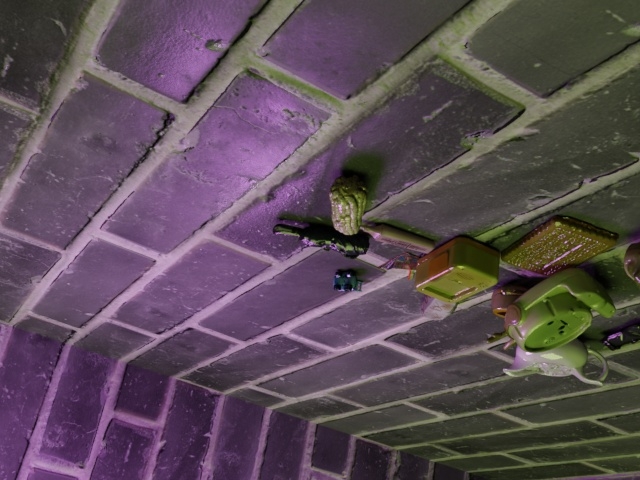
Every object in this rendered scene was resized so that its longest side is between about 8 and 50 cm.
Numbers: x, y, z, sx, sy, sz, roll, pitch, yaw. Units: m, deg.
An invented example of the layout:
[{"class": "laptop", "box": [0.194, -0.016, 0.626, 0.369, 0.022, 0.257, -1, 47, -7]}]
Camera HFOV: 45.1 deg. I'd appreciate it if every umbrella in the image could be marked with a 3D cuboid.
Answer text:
[{"class": "umbrella", "box": [0.000, -0.002, 1.951, 0.248, 0.070, 0.071, 11, 153, -2]}]

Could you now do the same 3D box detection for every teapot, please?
[{"class": "teapot", "box": [0.702, 0.352, 2.302, 0.298, 0.139, 0.204, 0, 149, 22]}]

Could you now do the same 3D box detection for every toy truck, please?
[{"class": "toy truck", "box": [0.082, 0.122, 2.188, 0.073, 0.056, 0.090, -2, 164, 33]}]

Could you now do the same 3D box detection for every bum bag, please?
[{"class": "bum bag", "box": [0.876, 0.275, 2.182, 0.087, 0.049, 0.197, 14, 153, -17]}]

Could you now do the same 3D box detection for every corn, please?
[{"class": "corn", "box": [0.059, -0.074, 1.769, 0.087, 0.087, 0.211, 10, 153, 2]}]

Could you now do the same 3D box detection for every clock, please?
[{"class": "clock", "box": [0.576, 0.200, 1.955, 0.308, 0.096, 0.235, -37, 143, 23]}, {"class": "clock", "box": [0.343, 0.077, 1.944, 0.143, 0.096, 0.202, 25, 149, -21]}]

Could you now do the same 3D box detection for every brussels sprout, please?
[{"class": "brussels sprout", "box": [0.760, 0.057, 1.682, 0.181, 0.144, 0.161, 38, 144, 44]}]

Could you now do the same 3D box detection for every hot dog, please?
[{"class": "hot dog", "box": [0.342, 0.174, 2.186, 0.099, 0.053, 0.192, 10, 151, -1]}]

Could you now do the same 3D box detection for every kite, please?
[{"class": "kite", "box": [0.240, 0.072, 2.069, 0.190, 0.010, 0.159, 3, 153, 17]}]

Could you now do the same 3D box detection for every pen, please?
[{"class": "pen", "box": [0.187, -0.008, 1.908, 0.197, 0.032, 0.053, 16, 153, -13]}]

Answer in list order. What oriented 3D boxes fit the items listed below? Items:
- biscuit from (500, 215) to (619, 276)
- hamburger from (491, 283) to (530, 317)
[{"class": "biscuit", "box": [0.562, 0.022, 1.827, 0.172, 0.029, 0.254, 18, 152, -12]}, {"class": "hamburger", "box": [0.524, 0.164, 2.064, 0.127, 0.081, 0.141, 12, 166, 1]}]
